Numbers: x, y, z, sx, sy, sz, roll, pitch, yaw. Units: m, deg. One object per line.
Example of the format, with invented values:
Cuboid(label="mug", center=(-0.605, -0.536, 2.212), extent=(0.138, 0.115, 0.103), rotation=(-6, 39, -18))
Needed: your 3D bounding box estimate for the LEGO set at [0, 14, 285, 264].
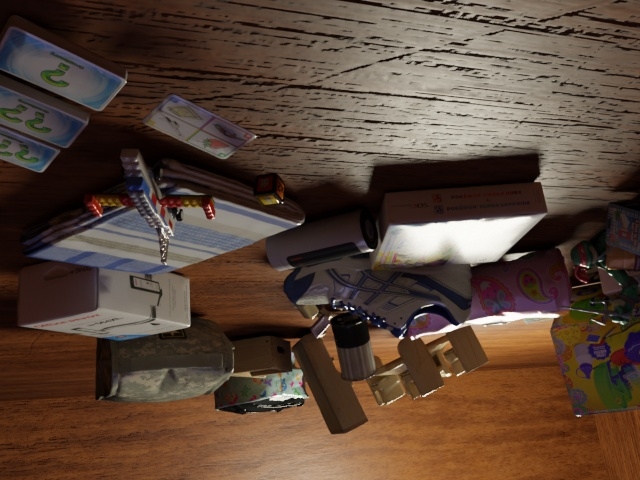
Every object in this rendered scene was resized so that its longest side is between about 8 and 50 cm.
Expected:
Cuboid(label="LEGO set", center=(-0.154, -0.056, 0.503), extent=(0.244, 0.060, 0.183), rotation=(22, 149, -35))

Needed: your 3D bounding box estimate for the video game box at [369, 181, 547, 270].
Cuboid(label="video game box", center=(0.165, -0.013, 0.811), extent=(0.187, 0.048, 0.205), rotation=(-6, 162, -4))

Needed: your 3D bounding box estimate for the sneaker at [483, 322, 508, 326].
Cuboid(label="sneaker", center=(0.325, 0.123, 1.216), extent=(0.088, 0.092, 0.228), rotation=(-9, 163, 7))

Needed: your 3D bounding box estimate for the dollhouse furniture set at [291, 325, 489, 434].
Cuboid(label="dollhouse furniture set", center=(0.161, 0.308, 1.664), extent=(0.394, 0.256, 0.362), rotation=(-23, 168, -18))

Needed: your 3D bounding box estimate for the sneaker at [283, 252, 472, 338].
Cuboid(label="sneaker", center=(0.089, 0.088, 0.973), extent=(0.297, 0.130, 0.112), rotation=(-7, 164, 8))

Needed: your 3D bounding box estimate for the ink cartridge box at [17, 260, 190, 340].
Cuboid(label="ink cartridge box", center=(-0.311, 0.087, 0.917), extent=(0.148, 0.085, 0.203), rotation=(-13, 162, 23))

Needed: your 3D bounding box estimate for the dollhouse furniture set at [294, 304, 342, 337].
Cuboid(label="dollhouse furniture set", center=(-0.022, 0.110, 1.208), extent=(0.081, 0.091, 0.114), rotation=(31, 161, 39))

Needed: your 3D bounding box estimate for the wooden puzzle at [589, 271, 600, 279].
Cuboid(label="wooden puzzle", center=(0.583, 0.068, 1.261), extent=(0.083, 0.006, 0.049), rotation=(-7, 162, 5))

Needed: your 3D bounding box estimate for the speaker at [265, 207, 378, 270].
Cuboid(label="speaker", center=(0.000, 0.000, 0.788), extent=(0.136, 0.055, 0.055), rotation=(-13, 161, 25))

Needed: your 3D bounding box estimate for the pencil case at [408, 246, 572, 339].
Cuboid(label="pencil case", center=(0.270, 0.088, 1.053), extent=(0.284, 0.124, 0.124), rotation=(-11, 162, 18))

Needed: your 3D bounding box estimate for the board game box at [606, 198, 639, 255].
Cuboid(label="board game box", center=(0.479, -0.005, 0.734), extent=(0.194, 0.060, 0.194), rotation=(-7, -161, -3))

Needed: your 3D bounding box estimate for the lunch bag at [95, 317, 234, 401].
Cuboid(label="lunch bag", center=(-0.325, 0.244, 1.276), extent=(0.236, 0.168, 0.287), rotation=(3, 165, -26))

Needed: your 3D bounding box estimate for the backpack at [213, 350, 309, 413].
Cuboid(label="backpack", center=(-0.186, 0.416, 1.823), extent=(0.225, 0.190, 0.254), rotation=(-23, 163, 38))

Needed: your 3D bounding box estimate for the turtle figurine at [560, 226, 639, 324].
Cuboid(label="turtle figurine", center=(0.456, 0.019, 0.901), extent=(0.234, 0.118, 0.175), rotation=(-10, 121, 9))

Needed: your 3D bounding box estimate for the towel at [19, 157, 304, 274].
Cuboid(label="towel", center=(-0.184, -0.014, 0.721), extent=(0.285, 0.034, 0.209), rotation=(-18, 158, 36))

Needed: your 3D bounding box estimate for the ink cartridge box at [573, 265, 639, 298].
Cuboid(label="ink cartridge box", center=(0.576, 0.061, 1.135), extent=(0.198, 0.067, 0.115), rotation=(-16, 161, 29))

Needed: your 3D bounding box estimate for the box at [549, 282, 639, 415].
Cuboid(label="box", center=(0.627, 0.186, 1.206), extent=(0.290, 0.176, 0.279), rotation=(-15, -174, 28))

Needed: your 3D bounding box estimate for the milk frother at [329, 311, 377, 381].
Cuboid(label="milk frother", center=(0.107, 0.222, 1.387), extent=(0.143, 0.134, 0.129), rotation=(-8, -167, 16))

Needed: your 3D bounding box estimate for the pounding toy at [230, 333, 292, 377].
Cuboid(label="pounding toy", center=(-0.184, 0.309, 1.643), extent=(0.206, 0.094, 0.181), rotation=(-11, 161, 19))
